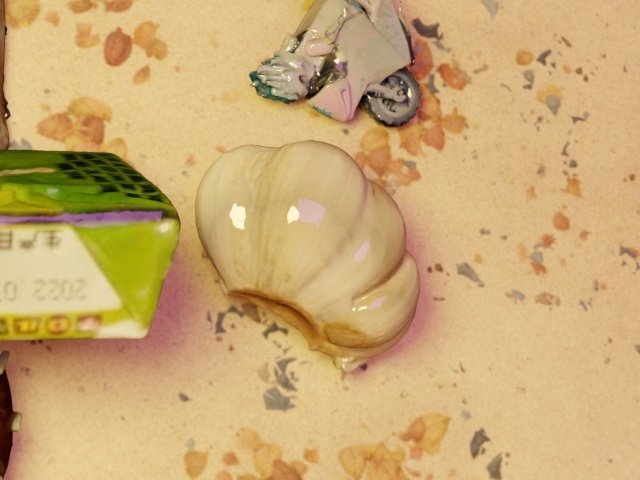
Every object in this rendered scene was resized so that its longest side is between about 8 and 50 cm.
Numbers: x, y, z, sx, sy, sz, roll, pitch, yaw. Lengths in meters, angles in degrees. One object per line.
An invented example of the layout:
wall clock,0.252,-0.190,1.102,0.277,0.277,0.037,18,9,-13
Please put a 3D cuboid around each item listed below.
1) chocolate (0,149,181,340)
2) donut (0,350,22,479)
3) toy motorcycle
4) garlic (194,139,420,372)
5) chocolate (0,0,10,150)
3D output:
chocolate,-0.308,-0.004,1.311,0.288,0.301,0.137,0,103,-20
donut,-0.438,0.194,1.239,0.345,0.136,0.259,22,56,-34
toy motorcycle,0.004,-0.231,1.580,0.204,0.108,0.239,-20,83,-23
garlic,0.002,-0.011,1.482,0.281,0.185,0.203,27,49,-9
chocolate,-0.404,-0.208,1.447,0.161,0.083,0.261,-5,78,-18
